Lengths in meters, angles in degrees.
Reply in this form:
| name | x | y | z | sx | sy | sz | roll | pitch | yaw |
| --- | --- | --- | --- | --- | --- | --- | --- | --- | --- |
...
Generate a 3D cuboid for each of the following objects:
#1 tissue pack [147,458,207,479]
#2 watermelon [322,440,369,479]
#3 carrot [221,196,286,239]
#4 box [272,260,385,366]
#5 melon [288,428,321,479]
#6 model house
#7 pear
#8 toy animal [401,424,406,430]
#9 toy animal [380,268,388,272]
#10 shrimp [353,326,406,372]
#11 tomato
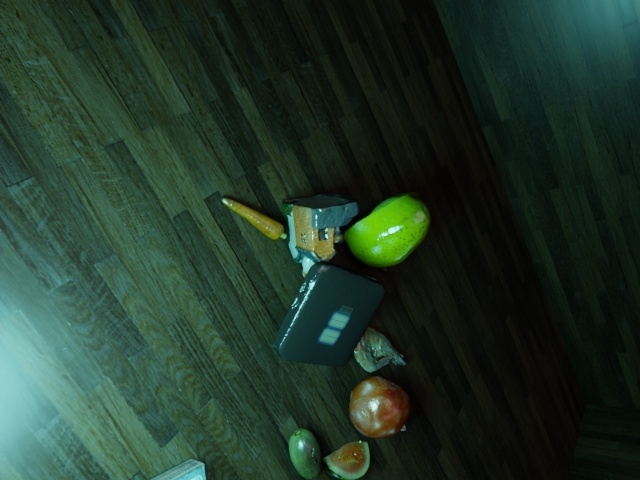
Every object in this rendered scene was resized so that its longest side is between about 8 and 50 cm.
| name | x | y | z | sx | sy | sz | roll | pitch | yaw |
| --- | --- | --- | --- | --- | --- | --- | --- | --- | --- |
| tissue pack | -0.412 | 0.714 | 1.114 | 0.315 | 0.103 | 0.228 | -10 | 87 | -46 |
| watermelon | 0.103 | 0.792 | 1.641 | 0.245 | 0.063 | 0.119 | 5 | 65 | -43 |
| carrot | -0.218 | -0.074 | 1.501 | 0.256 | 0.061 | 0.061 | 32 | 61 | -25 |
| box | 0.035 | 0.254 | 1.543 | 0.359 | 0.091 | 0.350 | 21 | 98 | -44 |
| melon | -0.047 | 0.690 | 1.480 | 0.099 | 0.099 | 0.162 | -20 | 95 | -45 |
| model house | 0.000 | 0.000 | 1.570 | 0.190 | 0.271 | 0.301 | -7 | 103 | -30 |
| pear | 0.309 | -0.050 | 1.807 | 0.342 | 0.318 | 0.238 | -23 | 78 | -43 |
| toy animal | 0.283 | 0.707 | 1.819 | 0.085 | 0.071 | 0.124 | 10 | 65 | -62 |
| toy animal | 0.294 | 0.082 | 1.967 | 0.135 | 0.047 | 0.065 | -36 | 99 | -36 |
| shrimp | 0.233 | 0.457 | 1.829 | 0.317 | 0.062 | 0.164 | 37 | 62 | -29 |
| tomato | 0.219 | 0.616 | 1.684 | 0.232 | 0.188 | 0.232 | 8 | 76 | -33 |
